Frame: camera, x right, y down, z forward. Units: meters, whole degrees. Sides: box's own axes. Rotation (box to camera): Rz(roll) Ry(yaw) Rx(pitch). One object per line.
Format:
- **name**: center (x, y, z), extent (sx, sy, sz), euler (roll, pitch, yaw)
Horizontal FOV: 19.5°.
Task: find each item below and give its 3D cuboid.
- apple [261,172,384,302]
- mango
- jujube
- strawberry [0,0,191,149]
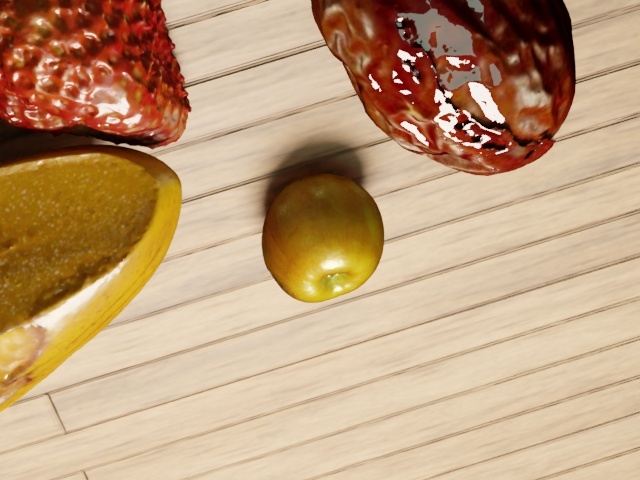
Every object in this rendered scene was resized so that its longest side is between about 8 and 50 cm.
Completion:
- **apple**: center (0.000, 0.000, 1.601), extent (0.114, 0.102, 0.099), euler (-42, 134, 23)
- **mango**: center (-0.262, 0.029, 1.481), extent (0.350, 0.199, 0.201), euler (-31, 111, 10)
- **jujube**: center (0.098, -0.158, 1.422), extent (0.183, 0.183, 0.243), euler (-28, 127, 9)
- **strawberry**: center (-0.180, -0.127, 1.408), extent (0.236, 0.107, 0.175), euler (13, 129, -30)
